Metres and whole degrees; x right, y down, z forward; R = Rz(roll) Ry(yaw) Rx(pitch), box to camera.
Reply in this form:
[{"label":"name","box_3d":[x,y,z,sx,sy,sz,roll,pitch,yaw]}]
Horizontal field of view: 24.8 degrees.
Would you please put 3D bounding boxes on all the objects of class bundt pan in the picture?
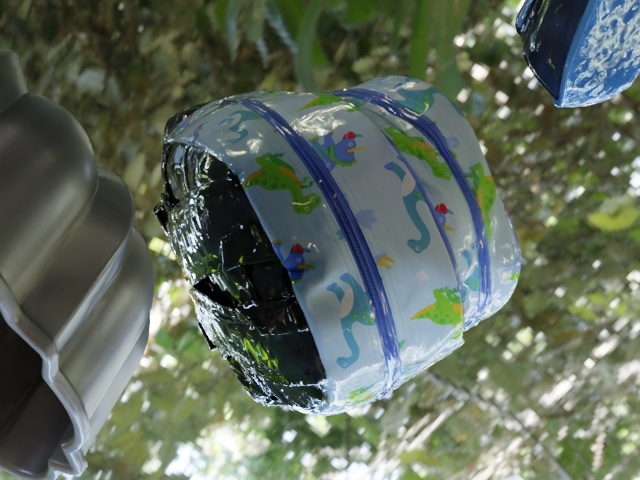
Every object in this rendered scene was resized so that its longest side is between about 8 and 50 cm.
[{"label":"bundt pan","box_3d":[-0.227,-0.017,0.821,0.331,0.331,0.124,36,-119,3]}]

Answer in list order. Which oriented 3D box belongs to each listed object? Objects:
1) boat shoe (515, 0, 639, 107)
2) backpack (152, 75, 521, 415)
[{"label":"boat shoe","box_3d":[0.166,-0.196,0.812,0.109,0.258,0.089,-1,-138,-37]},{"label":"backpack","box_3d":[0.000,0.000,1.134,0.273,0.355,0.290,-18,-89,2]}]
